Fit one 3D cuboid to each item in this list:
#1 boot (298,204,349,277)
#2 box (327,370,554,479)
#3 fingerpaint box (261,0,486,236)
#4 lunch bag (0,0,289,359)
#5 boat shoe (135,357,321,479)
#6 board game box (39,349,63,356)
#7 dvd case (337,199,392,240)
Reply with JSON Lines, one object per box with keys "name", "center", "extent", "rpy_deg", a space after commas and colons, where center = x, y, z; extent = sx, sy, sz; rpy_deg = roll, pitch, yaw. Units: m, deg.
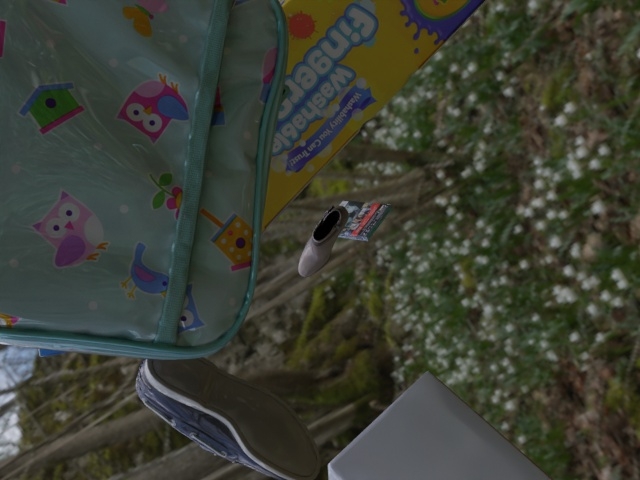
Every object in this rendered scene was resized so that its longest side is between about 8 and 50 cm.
{"name": "boot", "center": [0.000, 0.000, 1.388], "extent": [0.042, 0.118, 0.087], "rpy_deg": [31, 180, 7]}
{"name": "box", "center": [0.139, 0.346, 1.171], "extent": [0.215, 0.168, 0.345], "rpy_deg": [41, 158, 22]}
{"name": "fingerpaint box", "center": [-0.014, -0.214, 1.174], "extent": [0.163, 0.445, 0.371], "rpy_deg": [44, 176, -11]}
{"name": "lunch bag", "center": [-0.135, -0.065, 0.629], "extent": [0.108, 0.224, 0.279], "rpy_deg": [159, 119, -73]}
{"name": "boat shoe", "center": [-0.093, 0.179, 0.955], "extent": [0.206, 0.065, 0.075], "rpy_deg": [35, -137, -7]}
{"name": "board game box", "center": [-0.234, -0.069, 0.909], "extent": [0.308, 0.086, 0.301], "rpy_deg": [-164, 64, -80]}
{"name": "dvd case", "center": [0.064, -0.038, 1.778], "extent": [0.087, 0.119, 0.013], "rpy_deg": [-53, -49, -28]}
